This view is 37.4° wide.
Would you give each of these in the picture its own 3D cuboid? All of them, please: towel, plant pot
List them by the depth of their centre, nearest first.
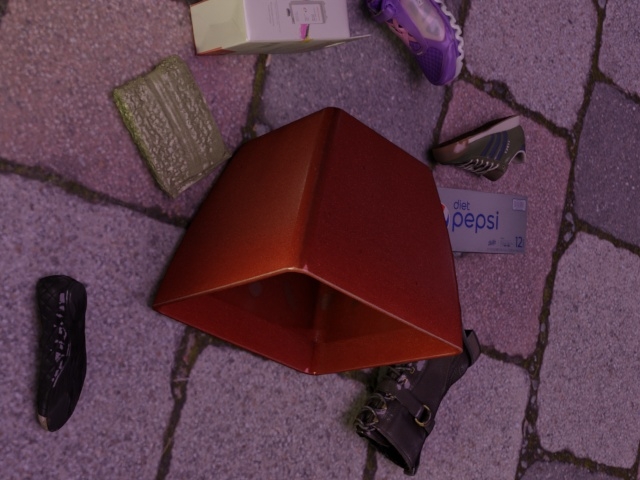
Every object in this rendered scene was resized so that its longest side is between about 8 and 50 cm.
[{"bbox_3d":[-0.175,-0.135,1.125,0.110,0.027,0.148,-39,114,-30],"label":"towel"},{"bbox_3d":[0.000,0.000,1.137,0.267,0.267,0.235,29,59,-35],"label":"plant pot"}]

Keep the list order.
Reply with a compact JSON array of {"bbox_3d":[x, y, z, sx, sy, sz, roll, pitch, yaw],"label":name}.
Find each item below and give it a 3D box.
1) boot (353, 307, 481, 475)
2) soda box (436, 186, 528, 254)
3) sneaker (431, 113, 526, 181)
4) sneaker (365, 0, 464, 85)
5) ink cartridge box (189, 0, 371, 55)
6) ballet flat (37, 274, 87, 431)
[{"bbox_3d":[0.117,0.177,1.320,0.229,0.091,0.263,-52,122,-26],"label":"boot"},{"bbox_3d":[0.168,-0.029,1.353,0.286,0.098,0.091,3,90,-38],"label":"soda box"},{"bbox_3d":[0.252,-0.129,1.439,0.192,0.064,0.086,-26,101,-39],"label":"sneaker"},{"bbox_3d":[0.117,-0.321,1.321,0.104,0.095,0.236,-30,104,-27],"label":"sneaker"},{"bbox_3d":[-0.046,-0.271,1.170,0.198,0.115,0.067,-11,97,-39],"label":"ink cartridge box"},{"bbox_3d":[-0.288,0.123,1.037,0.057,0.049,0.173,2,95,-66],"label":"ballet flat"}]
